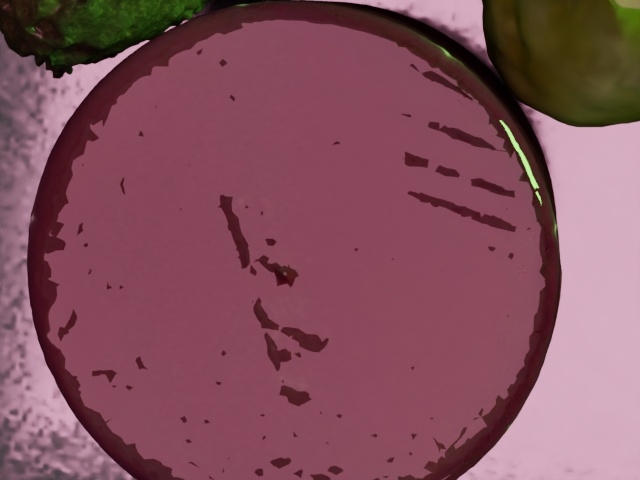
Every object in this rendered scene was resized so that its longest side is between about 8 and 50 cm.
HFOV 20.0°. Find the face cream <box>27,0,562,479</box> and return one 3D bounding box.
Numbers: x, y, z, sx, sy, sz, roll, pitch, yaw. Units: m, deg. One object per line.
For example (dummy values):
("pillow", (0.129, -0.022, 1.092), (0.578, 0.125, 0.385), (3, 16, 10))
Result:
("face cream", (0.000, 0.000, 0.663), (0.175, 0.195, 0.175), (1, 96, 6))

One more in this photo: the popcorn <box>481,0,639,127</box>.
("popcorn", (0.171, -0.172, 0.623), (0.225, 0.174, 0.286), (8, 81, -15))

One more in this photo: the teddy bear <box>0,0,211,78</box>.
("teddy bear", (-0.036, -0.153, 0.671), (0.182, 0.129, 0.251), (27, 73, 43))
